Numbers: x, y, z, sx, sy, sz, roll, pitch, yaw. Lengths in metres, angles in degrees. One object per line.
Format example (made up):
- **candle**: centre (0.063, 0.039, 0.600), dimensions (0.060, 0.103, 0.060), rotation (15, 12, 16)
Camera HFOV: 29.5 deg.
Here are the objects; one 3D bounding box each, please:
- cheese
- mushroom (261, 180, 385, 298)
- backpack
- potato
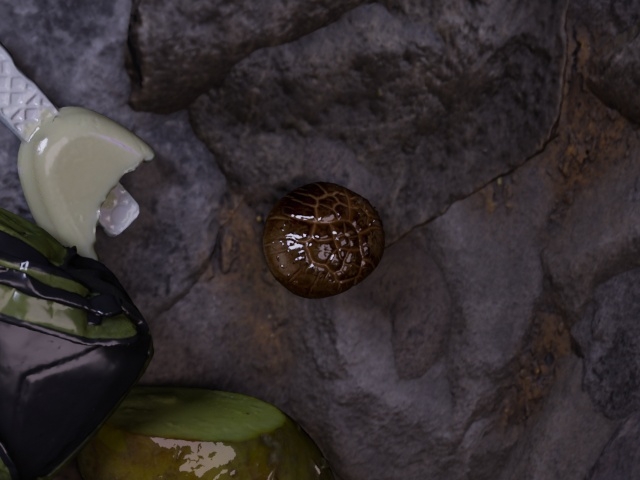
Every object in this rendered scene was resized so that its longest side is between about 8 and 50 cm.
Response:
- **cheese**: centre (-0.232, -0.085, 1.036), dimensions (0.127, 0.050, 0.235), rotation (-47, 124, -12)
- **mushroom**: centre (0.005, 0.001, 1.195), dimensions (0.126, 0.085, 0.109), rotation (-43, 122, -22)
- **backpack**: centre (-0.274, 0.079, 0.998), dimensions (0.253, 0.140, 0.207), rotation (39, 88, -23)
- **potato**: centre (-0.103, 0.226, 1.158), dimensions (0.298, 0.141, 0.176), rotation (31, 89, -36)
